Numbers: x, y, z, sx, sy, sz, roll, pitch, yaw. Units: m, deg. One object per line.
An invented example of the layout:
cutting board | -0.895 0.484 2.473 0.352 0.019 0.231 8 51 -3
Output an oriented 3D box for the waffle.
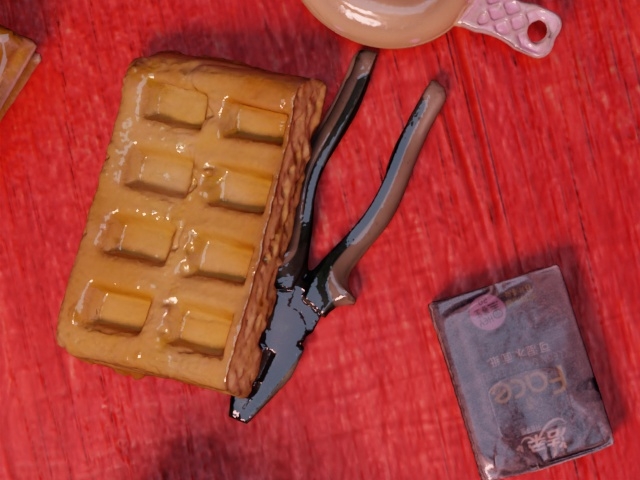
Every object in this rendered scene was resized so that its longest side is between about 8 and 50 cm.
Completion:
waffle | -0.107 -0.018 1.483 0.168 0.057 0.274 13 86 21

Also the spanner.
spanner | 0.000 0.000 1.510 0.096 0.040 0.324 25 85 2

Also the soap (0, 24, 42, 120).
soap | -0.394 -0.099 1.473 0.259 0.143 0.281 31 86 8

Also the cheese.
cheese | 0.090 -0.211 1.516 0.227 0.064 0.137 24 87 2

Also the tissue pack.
tissue pack | 0.163 0.108 1.493 0.112 0.051 0.156 -17 85 -2
